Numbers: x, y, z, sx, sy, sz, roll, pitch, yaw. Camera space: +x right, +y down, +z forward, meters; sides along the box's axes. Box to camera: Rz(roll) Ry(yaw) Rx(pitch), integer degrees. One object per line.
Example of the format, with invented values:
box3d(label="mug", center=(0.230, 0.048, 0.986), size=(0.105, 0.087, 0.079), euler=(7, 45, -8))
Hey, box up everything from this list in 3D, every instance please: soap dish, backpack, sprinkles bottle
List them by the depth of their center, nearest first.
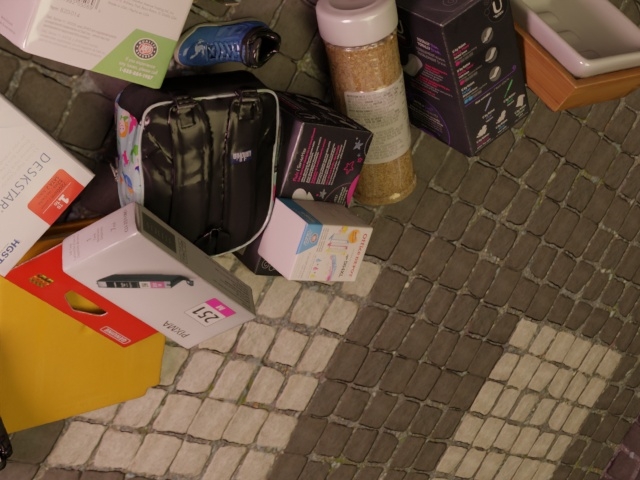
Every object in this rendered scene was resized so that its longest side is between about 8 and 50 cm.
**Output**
box3d(label="backpack", center=(-0.178, -0.105, 1.503), size=(0.225, 0.191, 0.254), euler=(-12, 116, -26))
box3d(label="sprinkles bottle", center=(0.079, -0.226, 1.703), size=(0.121, 0.121, 0.355), euler=(-31, 132, -23))
box3d(label="soap dish", center=(0.402, -0.345, 1.809), size=(0.229, 0.291, 0.118), euler=(-15, 145, -35))

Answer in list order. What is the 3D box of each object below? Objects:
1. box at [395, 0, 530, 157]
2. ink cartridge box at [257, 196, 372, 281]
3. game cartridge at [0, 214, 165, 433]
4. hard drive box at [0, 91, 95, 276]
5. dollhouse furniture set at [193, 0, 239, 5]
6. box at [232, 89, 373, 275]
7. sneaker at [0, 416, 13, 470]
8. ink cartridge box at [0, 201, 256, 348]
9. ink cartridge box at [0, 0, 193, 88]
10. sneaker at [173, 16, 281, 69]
box3d(label="box", center=(0.221, -0.300, 1.748), size=(0.143, 0.165, 0.270), euler=(-37, 135, -17))
box3d(label="ink cartridge box", center=(0.000, 0.000, 1.561), size=(0.143, 0.090, 0.092), euler=(3, 115, -38))
box3d(label="game cartridge", center=(-0.359, 0.119, 1.599), size=(0.285, 0.052, 0.324), euler=(-11, 125, -36))
box3d(label="hard drive box", center=(-0.434, -0.097, 1.341), size=(0.181, 0.089, 0.232), euler=(-50, 129, -5))
box3d(label="dollhouse furniture set", center=(-0.145, -0.361, 1.469), size=(0.151, 0.058, 0.076), euler=(-15, 124, -35))
box3d(label="box", center=(-0.054, -0.089, 1.644), size=(0.142, 0.163, 0.247), euler=(5, 113, -40))
box3d(label="sneaker", center=(-0.483, 0.252, 1.480), size=(0.097, 0.135, 0.276), euler=(-18, 135, -37))
box3d(label="ink cartridge box", center=(-0.263, 0.077, 1.485), size=(0.239, 0.060, 0.275), euler=(-26, 141, 19))
box3d(label="ink cartridge box", center=(-0.245, -0.389, 1.320), size=(0.207, 0.119, 0.353), euler=(11, 109, -43))
box3d(label="sneaker", center=(-0.127, -0.274, 1.521), size=(0.152, 0.084, 0.058), euler=(-20, 127, -31))
